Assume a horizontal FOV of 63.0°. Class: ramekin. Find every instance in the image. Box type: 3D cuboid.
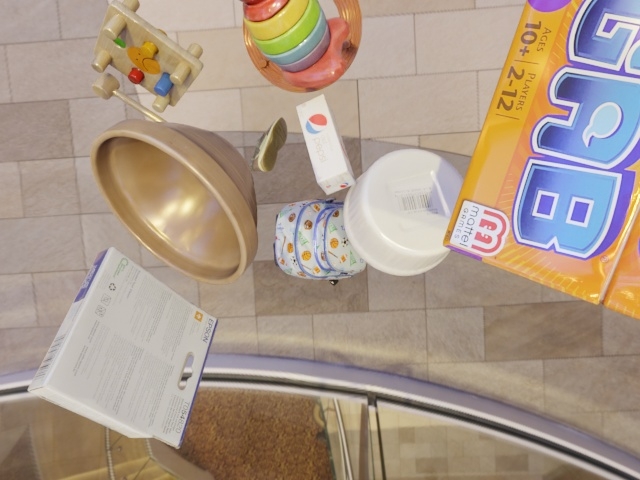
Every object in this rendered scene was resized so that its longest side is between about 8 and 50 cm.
[{"bbox_3d":[0.198,-0.069,1.170,0.277,0.135,0.277,2,74,-8],"label":"ramekin"}]

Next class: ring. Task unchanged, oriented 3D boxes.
[{"bbox_3d":[-0.055,-0.567,1.391,0.337,0.032,0.336,5,108,15],"label":"ring"}]

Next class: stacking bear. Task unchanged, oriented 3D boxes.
[{"bbox_3d":[-0.080,-0.456,1.032,0.164,0.289,0.175,-8,61,28],"label":"stacking bear"}]

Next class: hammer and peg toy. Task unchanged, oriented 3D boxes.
[{"bbox_3d":[-0.480,-0.468,1.425,0.266,0.361,0.127,33,65,-22],"label":"hammer and peg toy"}]

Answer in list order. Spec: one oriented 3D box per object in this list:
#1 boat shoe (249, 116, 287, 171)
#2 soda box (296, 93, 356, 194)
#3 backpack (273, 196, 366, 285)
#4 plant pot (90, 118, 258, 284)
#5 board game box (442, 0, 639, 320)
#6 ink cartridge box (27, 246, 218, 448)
[{"bbox_3d":[-0.166,-0.303,1.638,0.073,0.223,0.080,-3,141,25],"label":"boat shoe"},{"bbox_3d":[0.011,-0.217,1.175,0.074,0.069,0.216,-21,64,13],"label":"soda box"},{"bbox_3d":[0.000,0.000,1.502,0.263,0.213,0.276,-2,87,-40],"label":"backpack"},{"bbox_3d":[-0.162,-0.064,0.667,0.237,0.237,0.109,40,55,-2],"label":"plant pot"},{"bbox_3d":[0.423,-0.100,0.640,0.356,0.356,0.356,23,102,31],"label":"board game box"},{"bbox_3d":[-0.267,0.159,0.762,0.045,0.223,0.224,-20,132,32],"label":"ink cartridge box"}]
